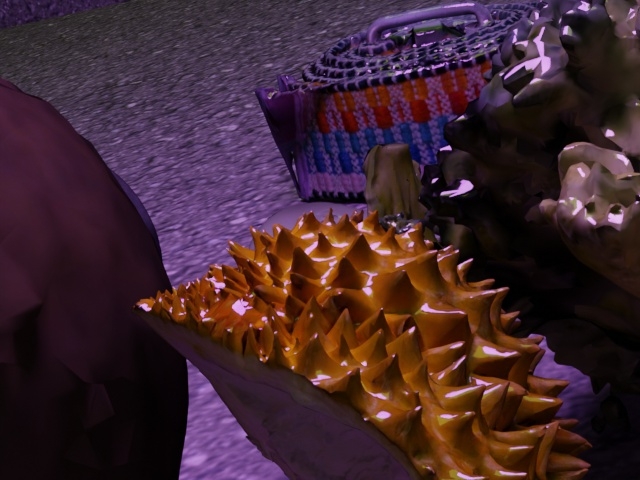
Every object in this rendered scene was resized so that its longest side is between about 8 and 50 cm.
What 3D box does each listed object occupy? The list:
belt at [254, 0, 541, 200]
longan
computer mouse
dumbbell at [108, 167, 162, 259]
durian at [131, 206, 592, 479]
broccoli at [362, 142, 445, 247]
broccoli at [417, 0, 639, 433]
[{"bbox_3d":[0.107,-0.152,1.264,0.295,0.160,0.207,-7,22,24],"label":"belt"},{"bbox_3d":[-0.250,0.077,0.611,0.391,0.391,0.391,-14,20,5],"label":"longan"},{"bbox_3d":[0.000,0.000,1.107,0.089,0.056,0.181,-36,28,-33],"label":"computer mouse"},{"bbox_3d":[-0.264,0.060,0.965,0.185,0.185,0.388,-5,22,28],"label":"dumbbell"},{"bbox_3d":[0.052,0.089,0.560,0.138,0.250,0.183,-34,3,-34],"label":"durian"},{"bbox_3d":[0.052,0.015,0.878,0.167,0.160,0.154,-3,-2,-18],"label":"broccoli"},{"bbox_3d":[0.229,-0.003,0.668,0.347,0.293,0.281,-10,63,-13],"label":"broccoli"}]
